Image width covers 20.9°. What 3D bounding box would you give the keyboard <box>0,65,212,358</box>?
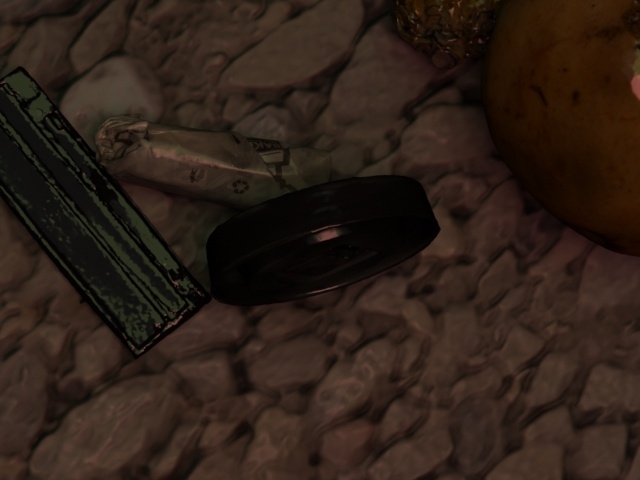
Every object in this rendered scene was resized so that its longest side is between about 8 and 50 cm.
[{"bbox_3d":[-0.197,-0.023,1.395,0.087,0.017,0.250,-39,87,-14],"label":"keyboard"}]

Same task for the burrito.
[{"bbox_3d":[-0.082,-0.060,1.397,0.203,0.064,0.064,12,78,-6],"label":"burrito"}]

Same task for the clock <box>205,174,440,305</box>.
[{"bbox_3d":[0.000,0.000,1.334,0.184,0.184,0.040,-14,74,-10],"label":"clock"}]

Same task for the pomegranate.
[{"bbox_3d":[0.251,-0.121,1.359,0.260,0.260,0.260,1,79,-7],"label":"pomegranate"}]

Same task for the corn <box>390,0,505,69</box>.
[{"bbox_3d":[0.131,-0.293,1.447,0.115,0.115,0.318,11,78,-5],"label":"corn"}]
